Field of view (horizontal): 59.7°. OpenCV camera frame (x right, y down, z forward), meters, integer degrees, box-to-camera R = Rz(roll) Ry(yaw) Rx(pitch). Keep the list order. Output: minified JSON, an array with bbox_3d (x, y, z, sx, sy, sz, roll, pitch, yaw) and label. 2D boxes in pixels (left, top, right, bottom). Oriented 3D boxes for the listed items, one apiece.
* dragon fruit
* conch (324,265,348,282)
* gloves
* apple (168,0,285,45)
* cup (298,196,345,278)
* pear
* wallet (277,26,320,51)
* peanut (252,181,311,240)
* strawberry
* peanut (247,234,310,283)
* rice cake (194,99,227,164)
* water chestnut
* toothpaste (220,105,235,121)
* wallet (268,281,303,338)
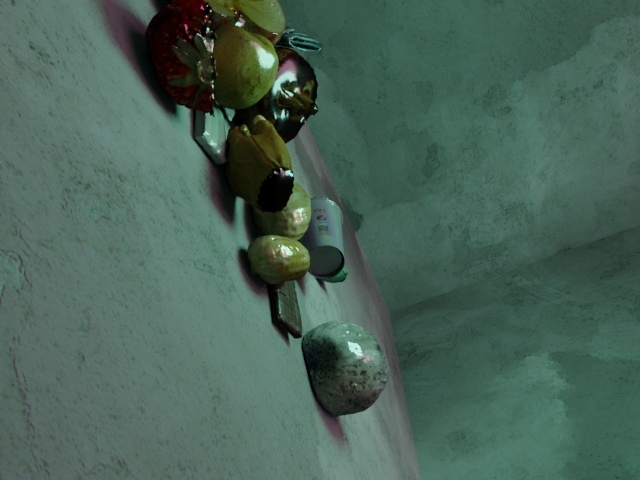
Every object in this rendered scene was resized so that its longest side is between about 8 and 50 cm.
[{"bbox_3d":[0.081,0.365,1.668,0.221,0.203,0.283,47,24,-64],"label":"dragon fruit"},{"bbox_3d":[0.022,0.061,2.209,0.196,0.134,0.202,-58,-134,49],"label":"conch"},{"bbox_3d":[-0.180,-0.214,1.518,0.356,0.155,0.203,-120,-138,-53],"label":"gloves"},{"bbox_3d":[-0.288,-0.712,1.626,0.365,0.295,0.329,63,2,15],"label":"apple"},{"bbox_3d":[0.000,0.000,1.951,0.288,0.203,0.203,-102,167,-59],"label":"cup"},{"bbox_3d":[-0.228,-0.467,1.517,0.188,0.211,0.228,44,23,26],"label":"pear"},{"bbox_3d":[-0.195,-0.715,1.931,0.237,0.342,0.075,-28,131,-59],"label":"wallet"},{"bbox_3d":[-0.113,-0.094,1.672,0.340,0.174,0.158,-85,169,-70],"label":"peanut"},{"bbox_3d":[-0.328,-0.448,1.295,0.253,0.150,0.280,104,-27,-47],"label":"strawberry"},{"bbox_3d":[-0.106,0.053,1.475,0.224,0.129,0.129,11,56,-55],"label":"peanut"},{"bbox_3d":[-0.295,-0.313,1.492,0.127,0.043,0.237,57,15,-47],"label":"rice cake"},{"bbox_3d":[-0.131,-0.469,1.841,0.350,0.302,0.351,-31,129,-49],"label":"water chestnut"},{"bbox_3d":[-0.279,-0.388,1.677,0.062,0.037,0.216,61,1,-14],"label":"toothpaste"},{"bbox_3d":[-0.103,0.154,1.560,0.124,0.042,0.230,46,25,-43],"label":"wallet"}]
